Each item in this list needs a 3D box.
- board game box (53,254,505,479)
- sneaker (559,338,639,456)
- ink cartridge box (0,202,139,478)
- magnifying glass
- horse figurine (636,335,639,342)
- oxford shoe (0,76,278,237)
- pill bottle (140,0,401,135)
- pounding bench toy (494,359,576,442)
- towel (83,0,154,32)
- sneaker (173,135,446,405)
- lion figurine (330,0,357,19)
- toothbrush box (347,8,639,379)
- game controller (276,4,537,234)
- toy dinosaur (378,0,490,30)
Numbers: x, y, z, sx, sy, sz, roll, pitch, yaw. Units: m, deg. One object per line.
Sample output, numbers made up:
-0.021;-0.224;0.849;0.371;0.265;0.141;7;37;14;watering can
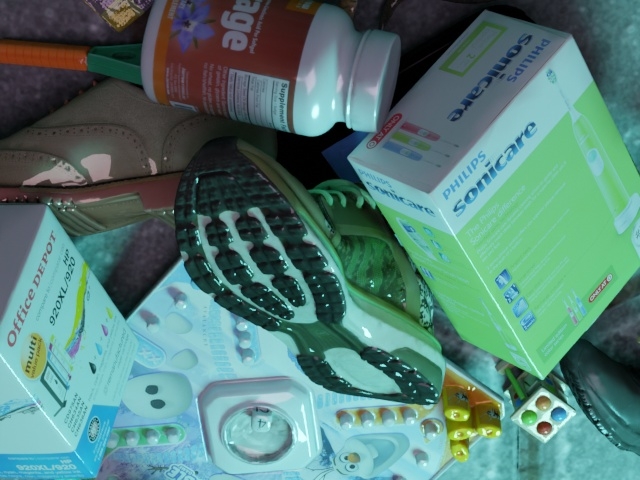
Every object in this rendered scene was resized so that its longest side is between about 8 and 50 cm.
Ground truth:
-0.066;0.211;1.875;0.390;0.050;0.390;35;116;-18;board game box
0.370;0.181;1.886;0.130;0.109;0.286;-44;120;10;sneaker
-0.312;0.099;1.681;0.168;0.171;0.232;-2;141;22;ink cartridge box
-0.200;-0.176;1.684;0.231;0.092;0.026;4;116;7;magnifying glass
0.382;0.029;1.819;0.174;0.066;0.263;-36;108;18;horse figurine
-0.232;-0.085;1.718;0.397;0.140;0.146;-1;78;6;oxford shoe
-0.043;-0.162;1.562;0.216;0.121;0.121;12;117;9;pill bottle
0.227;0.169;1.881;0.083;0.065;0.052;36;110;-18;pounding bench toy
-0.187;-0.245;1.683;0.083;0.009;0.060;-36;112;15;towel
0.000;0.000;1.648;0.158;0.182;0.410;-4;147;28;sneaker
-0.063;-0.317;1.585;0.240;0.142;0.392;13;120;-1;lion figurine
0.185;-0.041;1.647;0.206;0.122;0.283;-48;133;-15;toothbrush box
0.098;-0.104;1.737;0.319;0.067;0.166;-30;114;12;game controller
0.163;-0.298;1.614;0.160;0.121;0.313;35;106;-4;toy dinosaur
